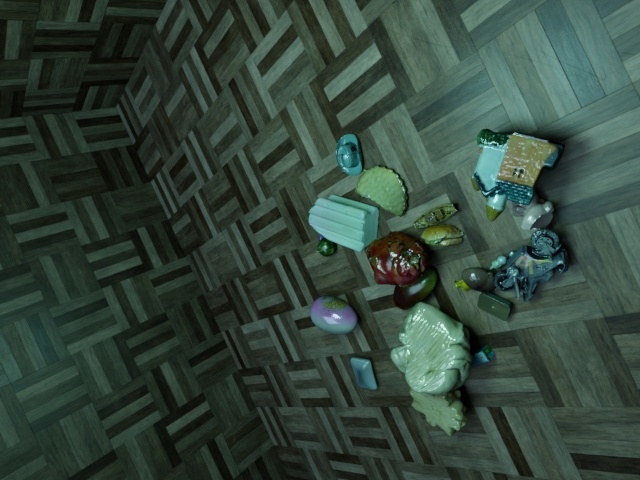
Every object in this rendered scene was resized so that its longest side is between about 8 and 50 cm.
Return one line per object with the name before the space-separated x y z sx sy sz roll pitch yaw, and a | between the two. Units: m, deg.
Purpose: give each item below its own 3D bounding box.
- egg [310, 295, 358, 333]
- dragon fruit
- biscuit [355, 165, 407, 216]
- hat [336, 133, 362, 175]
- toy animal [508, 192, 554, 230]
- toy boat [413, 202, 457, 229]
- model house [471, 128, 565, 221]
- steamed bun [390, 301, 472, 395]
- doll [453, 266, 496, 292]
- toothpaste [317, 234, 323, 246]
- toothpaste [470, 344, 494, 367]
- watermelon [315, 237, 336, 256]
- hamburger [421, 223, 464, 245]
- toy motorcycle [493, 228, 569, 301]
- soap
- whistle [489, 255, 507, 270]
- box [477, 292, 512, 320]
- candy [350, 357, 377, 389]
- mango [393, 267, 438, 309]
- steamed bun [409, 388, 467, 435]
egg | 0.072 0.397 2.245 0.271 0.196 0.196 20 123 22
dragon fruit | 0.321 0.080 1.805 0.315 0.250 0.250 8 114 41
biscuit | 0.278 -0.233 1.859 0.273 0.036 0.187 37 131 29
hat | 0.121 -0.381 1.916 0.138 0.078 0.190 7 113 45
toy animal | 0.692 -0.132 1.450 0.124 0.124 0.212 -62 41 41
toy boat | 0.460 -0.098 1.712 0.206 0.072 0.064 -30 87 48
model house | 0.599 -0.200 1.375 0.253 0.184 0.291 24 99 26
steamed bun | 0.485 0.467 1.813 0.352 0.247 0.339 38 103 39
doll | 0.598 0.150 1.658 0.145 0.096 0.188 36 154 -30
toothpaste | 0.000 0.000 2.262 0.024 0.015 0.083 31 123 22
toothpaste | 0.628 0.530 1.838 0.050 0.065 0.266 54 137 12
watermelon | 0.031 0.036 2.179 0.109 0.109 0.109 21 122 38
hamburger | 0.476 -0.020 1.713 0.176 0.102 0.087 4 99 44
toy motorcycle | 0.744 0.093 1.478 0.173 0.108 0.307 27 133 4
soap | 0.103 -0.094 2.039 0.347 0.115 0.208 21 121 38
whistle | 0.673 0.086 1.609 0.035 0.035 0.100 50 149 16
box | 0.684 0.254 1.667 0.126 0.031 0.091 27 141 35
candy | 0.236 0.725 2.316 0.138 0.071 0.174 -6 104 46
mango | 0.409 0.212 1.880 0.267 0.111 0.133 -49 52 38
steamed bun | 0.550 0.744 1.955 0.295 0.137 0.292 52 145 -2
